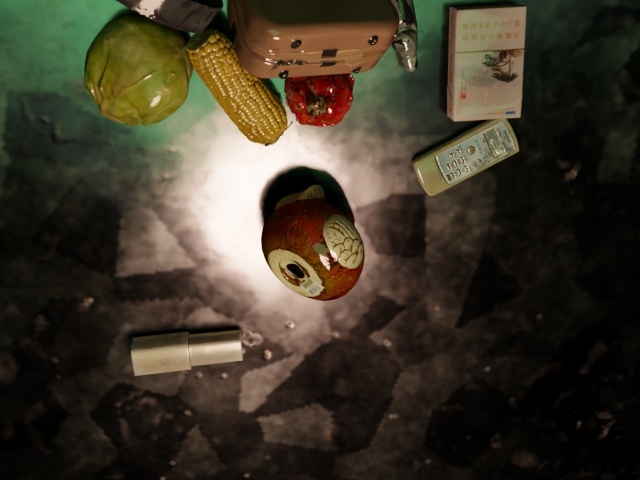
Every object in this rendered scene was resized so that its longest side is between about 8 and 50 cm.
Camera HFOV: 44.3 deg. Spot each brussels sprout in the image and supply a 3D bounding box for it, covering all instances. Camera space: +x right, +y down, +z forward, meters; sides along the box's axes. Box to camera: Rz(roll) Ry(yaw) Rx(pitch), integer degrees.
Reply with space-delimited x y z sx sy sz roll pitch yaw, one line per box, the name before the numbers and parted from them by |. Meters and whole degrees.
brussels sprout | -0.352 -0.330 1.527 0.223 0.161 0.223 -4 109 -12

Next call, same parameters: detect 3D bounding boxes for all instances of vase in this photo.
vase | 0.167 -0.444 1.599 0.060 0.060 0.211 -16 116 0

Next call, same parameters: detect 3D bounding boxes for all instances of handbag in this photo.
handbag | -0.030 -0.447 1.479 0.302 0.283 0.149 -11 158 -24

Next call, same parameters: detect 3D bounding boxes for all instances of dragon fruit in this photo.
dragon fruit | 0.008 -0.293 1.621 0.153 0.111 0.153 -4 118 -8

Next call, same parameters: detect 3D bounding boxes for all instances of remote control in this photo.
remote control | 0.322 -0.188 1.747 0.234 0.038 0.098 -28 115 5

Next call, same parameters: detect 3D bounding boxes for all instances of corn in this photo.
corn | -0.157 -0.295 1.539 0.106 0.106 0.305 -30 145 7

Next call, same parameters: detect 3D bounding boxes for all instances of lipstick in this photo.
lipstick | -0.311 0.257 1.843 0.253 0.079 0.077 -7 113 -6

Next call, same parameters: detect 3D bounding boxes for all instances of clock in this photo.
clock | -0.323 -0.481 1.376 0.325 0.325 0.067 30 112 -19

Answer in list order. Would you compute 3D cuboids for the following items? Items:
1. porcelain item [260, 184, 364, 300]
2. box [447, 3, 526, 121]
porcelain item | 0.000 0.000 1.720 0.253 0.253 0.252 -3 114 -6
box | 0.347 -0.372 1.649 0.150 0.067 0.233 -3 112 -3
